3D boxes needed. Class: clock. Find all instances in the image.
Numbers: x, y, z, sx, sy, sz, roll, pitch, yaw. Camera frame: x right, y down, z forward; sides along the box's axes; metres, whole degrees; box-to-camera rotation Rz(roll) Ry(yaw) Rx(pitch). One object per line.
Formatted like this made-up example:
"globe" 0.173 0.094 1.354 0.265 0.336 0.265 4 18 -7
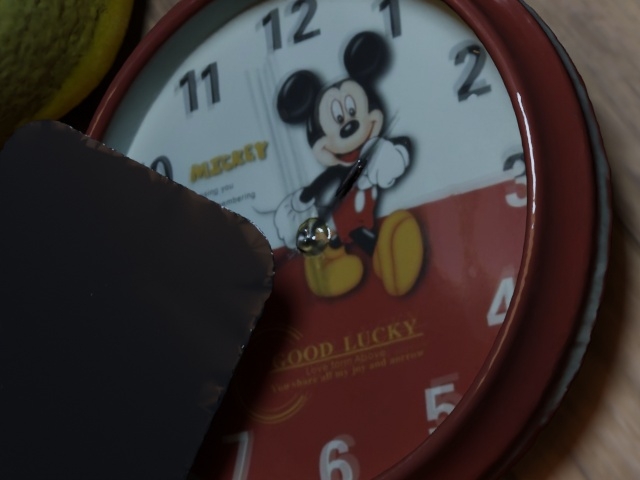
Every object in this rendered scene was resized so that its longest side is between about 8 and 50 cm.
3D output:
"clock" 0.000 0.000 0.894 0.318 0.080 0.318 -9 75 34

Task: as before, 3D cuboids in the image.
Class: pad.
"pad" -0.190 0.045 0.935 0.323 0.055 0.250 30 99 37

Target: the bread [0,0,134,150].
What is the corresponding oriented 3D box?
"bread" -0.243 -0.158 1.038 0.270 0.148 0.270 -6 76 25
